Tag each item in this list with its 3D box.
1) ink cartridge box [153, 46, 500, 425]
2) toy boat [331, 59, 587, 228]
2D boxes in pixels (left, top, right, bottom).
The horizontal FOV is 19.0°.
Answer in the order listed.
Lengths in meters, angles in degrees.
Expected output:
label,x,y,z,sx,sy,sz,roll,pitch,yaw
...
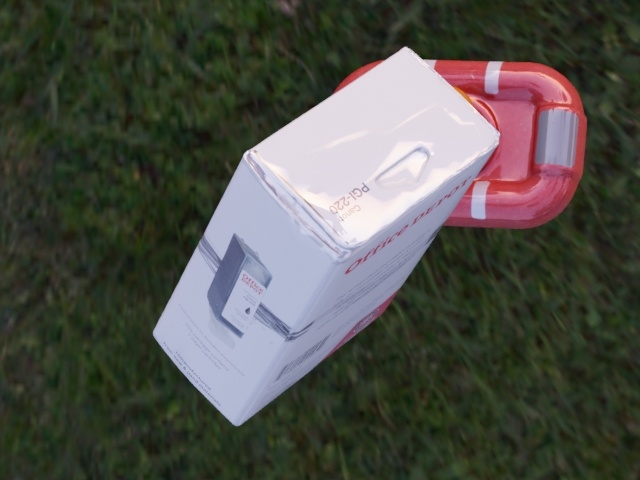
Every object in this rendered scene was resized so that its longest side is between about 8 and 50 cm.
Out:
label,x,y,z,sx,sy,sz,roll,pitch,yaw
ink cartridge box,0.000,0.000,1.210,0.092,0.218,0.158,46,53,10
toy boat,0.111,-0.095,1.666,0.231,0.151,0.151,3,78,15
